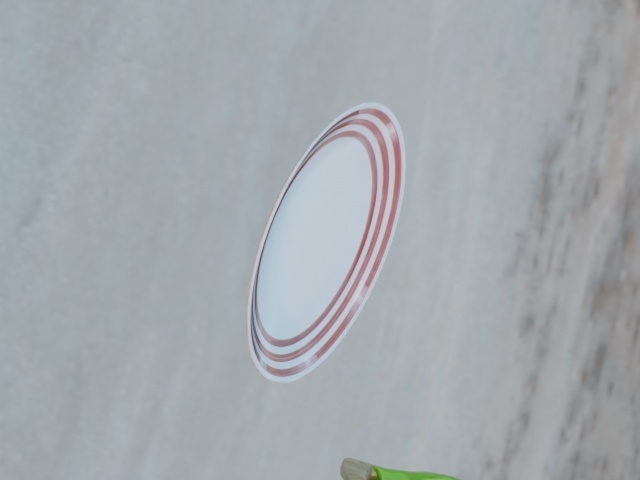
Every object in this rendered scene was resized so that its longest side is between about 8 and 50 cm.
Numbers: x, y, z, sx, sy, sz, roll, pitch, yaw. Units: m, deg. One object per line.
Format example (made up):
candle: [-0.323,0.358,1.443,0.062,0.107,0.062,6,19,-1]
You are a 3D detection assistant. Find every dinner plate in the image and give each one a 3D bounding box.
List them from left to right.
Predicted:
dinner plate: [0.000,0.000,0.702,0.141,0.017,0.141,-47,148,-42]

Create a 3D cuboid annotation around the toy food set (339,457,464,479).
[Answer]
toy food set: [0.071,0.165,0.755,0.192,0.132,0.038,-92,-159,-66]
